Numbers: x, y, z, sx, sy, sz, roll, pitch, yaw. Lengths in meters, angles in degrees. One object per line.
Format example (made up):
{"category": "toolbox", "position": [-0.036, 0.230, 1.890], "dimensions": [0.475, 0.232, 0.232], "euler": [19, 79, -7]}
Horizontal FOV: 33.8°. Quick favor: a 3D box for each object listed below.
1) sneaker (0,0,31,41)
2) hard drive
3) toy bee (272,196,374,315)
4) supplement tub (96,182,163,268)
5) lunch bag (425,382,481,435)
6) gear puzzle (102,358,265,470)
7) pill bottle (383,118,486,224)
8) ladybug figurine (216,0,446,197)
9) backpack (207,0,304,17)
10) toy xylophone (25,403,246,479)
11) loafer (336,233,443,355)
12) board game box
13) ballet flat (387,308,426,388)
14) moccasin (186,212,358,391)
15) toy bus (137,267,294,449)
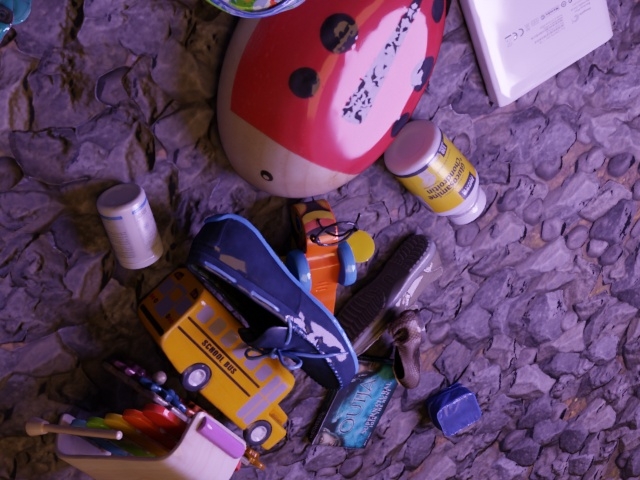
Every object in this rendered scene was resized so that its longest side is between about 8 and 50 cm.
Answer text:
{"category": "sneaker", "position": [-0.420, -0.308, 1.199], "dimensions": [0.178, 0.124, 0.296], "euler": [2, 124, -26]}
{"category": "hard drive", "position": [0.319, -0.407, 1.613], "dimensions": [0.233, 0.047, 0.353], "euler": [-32, 130, -8]}
{"category": "toy bee", "position": [0.000, 0.000, 1.629], "dimensions": [0.195, 0.162, 0.298], "euler": [3, 143, -33]}
{"category": "supplement tub", "position": [-0.270, -0.021, 1.496], "dimensions": [0.071, 0.071, 0.107], "euler": [-24, 127, -15]}
{"category": "lunch bag", "position": [0.254, 0.317, 2.004], "dimensions": [0.098, 0.065, 0.067], "euler": [-26, 112, -12]}
{"category": "gear puzzle", "position": [-0.186, 0.284, 1.666], "dimensions": [0.044, 0.175, 0.339], "euler": [-55, 131, -13]}
{"category": "pill bottle", "position": [0.189, -0.104, 1.686], "dimensions": [0.103, 0.103, 0.184], "euler": [-47, 130, 3]}
{"category": "ladybug figurine", "position": [0.032, -0.248, 1.471], "dimensions": [0.305, 0.162, 0.449], "euler": [15, 110, -35]}
{"category": "backpack", "position": [-0.122, -0.431, 1.240], "dimensions": [0.290, 0.273, 0.356], "euler": [-39, 141, -10]}
{"category": "toy xylophone", "position": [-0.277, 0.298, 1.544], "dimensions": [0.236, 0.322, 0.081], "euler": [52, 46, -45]}
{"category": "loafer", "position": [0.122, 0.108, 1.781], "dimensions": [0.251, 0.094, 0.087], "euler": [-47, 125, 3]}
{"category": "board game box", "position": [0.065, 0.293, 1.905], "dimensions": [0.126, 0.026, 0.186], "euler": [12, 111, -35]}
{"category": "ballet flat", "position": [0.139, 0.188, 1.782], "dimensions": [0.058, 0.084, 0.250], "euler": [-14, 153, -7]}
{"category": "moccasin", "position": [-0.083, 0.115, 1.564], "dimensions": [0.342, 0.137, 0.117], "euler": [48, 54, -18]}
{"category": "toy bus", "position": [-0.152, 0.196, 1.669], "dimensions": [0.130, 0.108, 0.333], "euler": [-44, 130, -5]}
